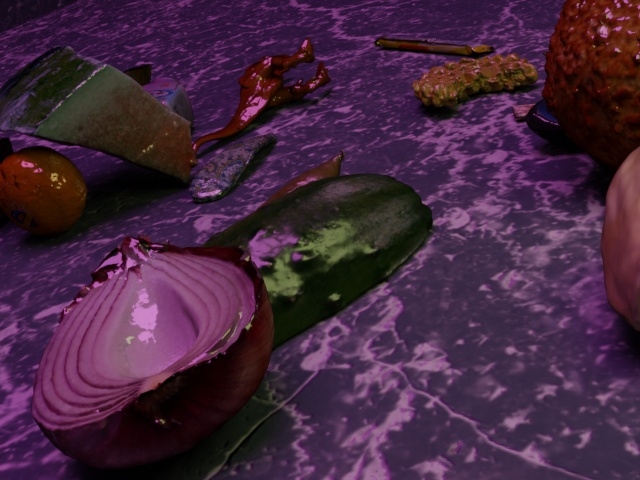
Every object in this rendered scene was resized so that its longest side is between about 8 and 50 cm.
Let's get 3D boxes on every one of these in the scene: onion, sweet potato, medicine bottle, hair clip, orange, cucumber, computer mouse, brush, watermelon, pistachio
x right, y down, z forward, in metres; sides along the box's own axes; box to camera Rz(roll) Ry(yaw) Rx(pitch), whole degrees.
[{"bbox_3d":[-0.144,0.093,0.852,0.227,0.120,0.283,-24,34,2],"label":"onion"},{"bbox_3d":[-0.054,-0.008,1.089,0.075,0.074,0.269,15,50,46],"label":"sweet potato"},{"bbox_3d":[-0.294,-0.226,1.632,0.119,0.094,0.188,-12,26,10],"label":"medicine bottle"},{"bbox_3d":[-0.127,-0.123,1.400,0.066,0.036,0.229,6,32,25],"label":"hair clip"},{"bbox_3d":[-0.404,-0.076,1.328,0.136,0.135,0.117,3,59,34],"label":"orange"},{"bbox_3d":[0.001,-0.001,1.010,0.325,0.105,0.145,-28,27,-32],"label":"cucumber"},{"bbox_3d":[0.331,-0.151,1.198,0.135,0.047,0.079,-5,39,-11],"label":"computer mouse"},{"bbox_3d":[0.362,-0.197,1.314,0.170,0.014,0.043,-9,27,10],"label":"brush"},{"bbox_3d":[-0.351,-0.208,1.397,0.302,0.151,0.264,14,4,-37],"label":"watermelon"},{"bbox_3d":[0.321,-0.010,0.793,0.157,0.157,0.229,-1,40,27],"label":"pistachio"}]

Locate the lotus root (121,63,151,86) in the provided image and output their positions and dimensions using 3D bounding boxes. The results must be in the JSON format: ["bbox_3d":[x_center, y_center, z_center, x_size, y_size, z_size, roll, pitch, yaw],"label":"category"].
[{"bbox_3d":[-0.446,-0.306,1.909,0.204,0.077,0.183,-24,15,-27],"label":"lotus root"}]

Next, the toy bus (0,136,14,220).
[{"bbox_3d":[-0.585,-0.054,1.368,0.140,0.157,0.289,1,27,20],"label":"toy bus"}]

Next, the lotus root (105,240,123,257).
[{"bbox_3d":[-0.259,0.035,1.154,0.037,0.030,0.083,-42,17,16],"label":"lotus root"}]

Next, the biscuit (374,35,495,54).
[{"bbox_3d":[0.211,-0.376,1.750,0.048,0.026,0.292,-25,27,-30],"label":"biscuit"}]

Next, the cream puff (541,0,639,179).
[{"bbox_3d":[0.409,-0.219,1.003,0.351,0.228,0.350,-7,49,9],"label":"cream puff"}]

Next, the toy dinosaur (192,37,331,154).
[{"bbox_3d":[-0.090,-0.276,1.628,0.208,0.097,0.432,-20,18,22],"label":"toy dinosaur"}]

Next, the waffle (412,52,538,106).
[{"bbox_3d":[0.240,-0.251,1.448,0.194,0.051,0.149,-11,25,-3],"label":"waffle"}]
